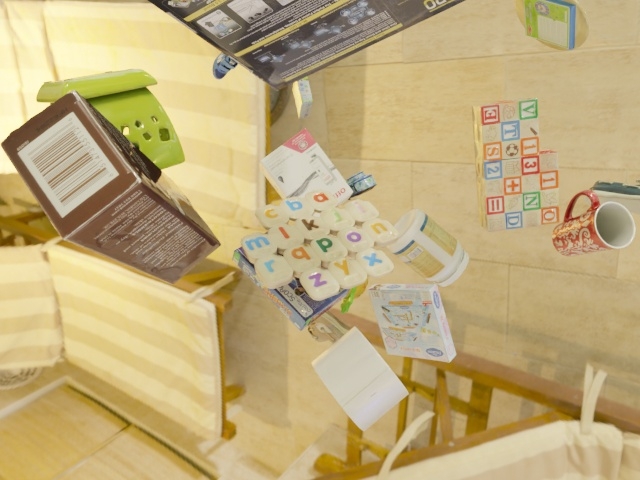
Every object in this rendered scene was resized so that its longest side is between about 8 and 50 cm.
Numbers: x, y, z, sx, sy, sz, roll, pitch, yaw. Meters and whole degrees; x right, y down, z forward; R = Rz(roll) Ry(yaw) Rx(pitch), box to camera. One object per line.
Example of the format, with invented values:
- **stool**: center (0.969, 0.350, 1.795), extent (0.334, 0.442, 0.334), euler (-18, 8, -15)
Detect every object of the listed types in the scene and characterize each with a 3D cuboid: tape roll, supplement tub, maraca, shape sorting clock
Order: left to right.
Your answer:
- **maraca**: center (0.101, 0.149, 1.744), extent (0.099, 0.186, 0.127), euler (18, 161, -6)
- **tape roll**: center (0.112, 0.393, 1.526), extent (0.169, 0.246, 0.246), euler (-39, 81, -5)
- **supplement tub**: center (0.299, 0.023, 1.484), extent (0.199, 0.144, 0.144), euler (38, 130, -12)
- **shape sorting clock**: center (0.569, -0.552, 1.311), extent (0.206, 0.206, 0.040), euler (37, 85, 19)

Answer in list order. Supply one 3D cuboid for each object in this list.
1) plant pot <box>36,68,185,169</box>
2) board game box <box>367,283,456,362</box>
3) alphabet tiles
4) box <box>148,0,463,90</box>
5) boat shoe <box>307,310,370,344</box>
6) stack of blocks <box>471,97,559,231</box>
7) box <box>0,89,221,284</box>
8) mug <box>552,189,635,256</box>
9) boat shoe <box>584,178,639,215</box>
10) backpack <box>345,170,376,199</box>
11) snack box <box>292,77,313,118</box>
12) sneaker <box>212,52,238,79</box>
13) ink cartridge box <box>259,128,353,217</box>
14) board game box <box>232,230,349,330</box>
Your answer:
- **plant pot**: center (-0.454, -0.246, 1.129), extent (0.228, 0.227, 0.207), euler (16, 123, 47)
- **board game box**: center (0.372, 0.333, 2.193), extent (0.318, 0.065, 0.318), euler (-3, 110, 46)
- **alphabet tiles**: center (0.000, 0.000, 1.017), extent (0.278, 0.284, 0.021), euler (51, 152, 41)
- **box**: center (0.005, -0.356, 0.659), extent (0.394, 0.318, 0.097), euler (-16, 70, 30)
- **boat shoe**: center (0.013, 0.301, 1.833), extent (0.341, 0.121, 0.110), euler (36, 89, -9)
- **stack of blocks**: center (0.464, -0.183, 1.268), extent (0.171, 0.087, 0.298), euler (-8, 104, 4)
- **box**: center (-0.323, -0.062, 0.905), extent (0.143, 0.381, 0.191), euler (-38, 76, -5)
- **mug**: center (0.667, -0.037, 1.318), extent (0.169, 0.113, 0.151), euler (136, 140, -72)
- **boat shoe**: center (0.846, -0.113, 1.420), extent (0.095, 0.079, 0.254), euler (47, 162, -31)
- **backpack**: center (0.152, -0.221, 2.064), extent (0.114, 0.105, 0.084), euler (-22, 96, 31)
- **snack box**: center (-0.055, -0.441, 1.615), extent (0.141, 0.037, 0.100), euler (132, 125, -81)
- **sneaker**: center (-0.293, -0.561, 1.673), extent (0.144, 0.053, 0.059), euler (-48, 50, 31)
- **ink cartridge box**: center (-0.049, -0.213, 1.869), extent (0.283, 0.207, 0.117), euler (53, 172, 0)
- **board game box**: center (-0.057, 0.065, 1.047), extent (0.201, 0.136, 0.035), euler (44, 140, 18)
